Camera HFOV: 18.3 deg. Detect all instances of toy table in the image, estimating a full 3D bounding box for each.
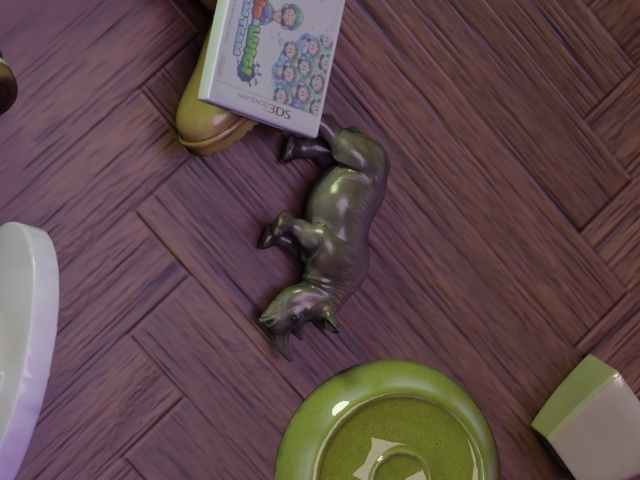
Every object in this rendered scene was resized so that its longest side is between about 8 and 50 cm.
[{"bbox_3d":[-0.349,0.107,1.740,0.161,0.252,0.274,14,76,-34],"label":"toy table"}]

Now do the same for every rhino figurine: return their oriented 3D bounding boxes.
[{"bbox_3d":[0.000,0.000,1.926,0.106,0.073,0.243,14,86,-14],"label":"rhino figurine"}]

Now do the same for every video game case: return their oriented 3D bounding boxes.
[{"bbox_3d":[-0.042,-0.188,1.846,0.143,0.019,0.157,17,82,-42],"label":"video game case"}]

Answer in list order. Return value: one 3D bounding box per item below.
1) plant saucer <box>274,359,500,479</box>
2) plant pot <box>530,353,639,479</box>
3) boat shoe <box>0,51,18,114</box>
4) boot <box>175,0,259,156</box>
[{"bbox_3d":[0.074,0.239,1.966,0.241,0.037,0.241,0,88,-18],"label":"plant saucer"},{"bbox_3d":[0.278,0.194,2.002,0.096,0.109,0.109,-37,100,-3],"label":"plant pot"},{"bbox_3d":[-0.408,-0.119,1.799,0.257,0.095,0.095,-22,62,-15],"label":"boat shoe"},{"bbox_3d":[-0.125,-0.247,1.837,0.269,0.089,0.236,49,62,-35],"label":"boot"}]
